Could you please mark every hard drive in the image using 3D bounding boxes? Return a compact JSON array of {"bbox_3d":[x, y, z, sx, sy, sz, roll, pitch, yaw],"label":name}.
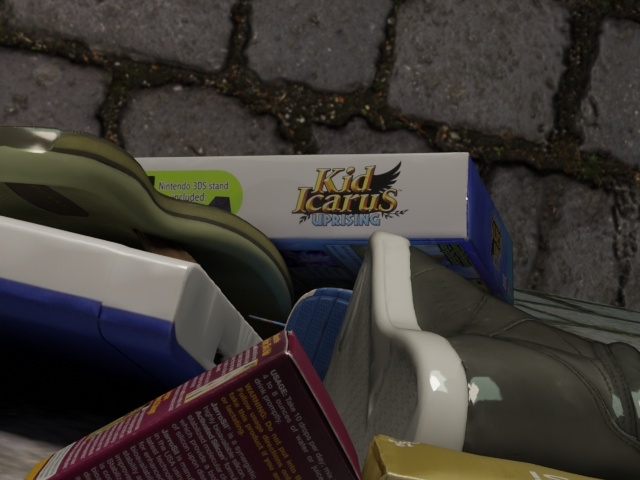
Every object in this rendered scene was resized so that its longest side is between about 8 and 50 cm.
[{"bbox_3d":[-0.194,0.014,0.795,0.318,0.040,0.210,13,-12,10],"label":"hard drive"}]

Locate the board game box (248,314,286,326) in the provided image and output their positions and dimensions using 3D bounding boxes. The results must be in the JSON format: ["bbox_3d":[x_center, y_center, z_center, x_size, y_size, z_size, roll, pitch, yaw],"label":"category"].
[{"bbox_3d":[0.035,0.081,1.025,0.168,0.033,0.133,15,-4,10],"label":"board game box"}]

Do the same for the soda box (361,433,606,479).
[{"bbox_3d":[0.096,0.102,0.461,0.181,0.061,0.058,12,3,-3],"label":"soda box"}]

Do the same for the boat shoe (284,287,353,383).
[{"bbox_3d":[0.056,0.078,0.900,0.183,0.066,0.066,27,7,41],"label":"boat shoe"}]

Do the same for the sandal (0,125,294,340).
[{"bbox_3d":[-0.118,0.018,1.004,0.120,0.086,0.303,-8,-21,25],"label":"sandal"}]

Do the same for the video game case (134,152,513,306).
[{"bbox_3d":[0.000,0.000,1.198,0.244,0.061,0.269,1,-12,12],"label":"video game case"}]

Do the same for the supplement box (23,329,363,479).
[{"bbox_3d":[-0.035,0.063,0.460,0.083,0.043,0.055,-28,2,1],"label":"supplement box"}]

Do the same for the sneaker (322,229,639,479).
[{"bbox_3d":[0.083,0.071,0.735,0.147,0.104,0.296,13,8,-8],"label":"sneaker"}]
